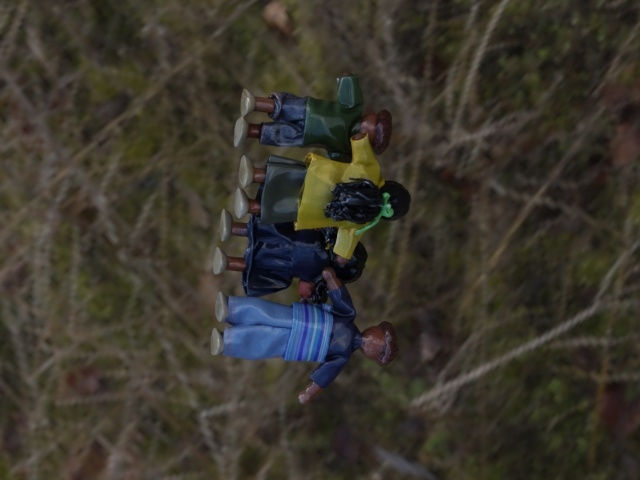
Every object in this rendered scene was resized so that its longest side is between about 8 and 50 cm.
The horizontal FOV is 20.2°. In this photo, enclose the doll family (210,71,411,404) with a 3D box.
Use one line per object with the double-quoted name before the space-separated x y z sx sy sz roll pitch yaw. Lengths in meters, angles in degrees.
"doll family" 0.000 0.000 1.062 0.111 0.076 0.193 6 114 -14
